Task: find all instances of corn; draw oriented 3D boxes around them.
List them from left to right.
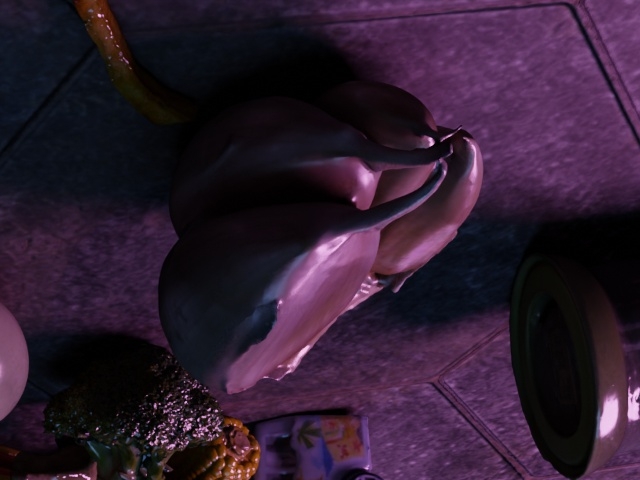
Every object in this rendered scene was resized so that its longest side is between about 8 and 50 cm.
[{"bbox_3d":[-0.152,0.247,1.693,0.080,0.080,0.231,20,136,-43],"label":"corn"}]

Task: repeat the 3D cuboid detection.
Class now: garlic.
[{"bbox_3d":[0.000,0.000,1.240,0.237,0.210,0.292,-2,156,-7],"label":"garlic"}]

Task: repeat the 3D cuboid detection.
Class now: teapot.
[{"bbox_3d":[0.352,0.091,1.557,0.337,0.200,0.270,-8,174,-13],"label":"teapot"}]

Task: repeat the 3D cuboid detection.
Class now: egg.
[{"bbox_3d":[-0.290,0.093,1.355,0.114,0.114,0.152,-14,154,1],"label":"egg"}]

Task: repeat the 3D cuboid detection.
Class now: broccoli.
[{"bbox_3d":[-0.164,0.157,1.508,0.145,0.138,0.162,9,-178,-40],"label":"broccoli"}]

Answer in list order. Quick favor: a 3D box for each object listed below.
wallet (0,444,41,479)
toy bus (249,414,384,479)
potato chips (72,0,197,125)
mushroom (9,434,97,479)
[{"bbox_3d":[-0.364,0.234,1.604,0.141,0.067,0.241,-31,146,29],"label":"wallet"},{"bbox_3d":[-0.004,0.329,1.645,0.136,0.330,0.109,4,145,-10],"label":"toy bus"},{"bbox_3d":[-0.132,-0.130,1.144,0.037,0.026,0.204,-21,147,7],"label":"potato chips"},{"bbox_3d":[-0.197,0.342,1.589,0.217,0.212,0.292,7,110,-14],"label":"mushroom"}]
